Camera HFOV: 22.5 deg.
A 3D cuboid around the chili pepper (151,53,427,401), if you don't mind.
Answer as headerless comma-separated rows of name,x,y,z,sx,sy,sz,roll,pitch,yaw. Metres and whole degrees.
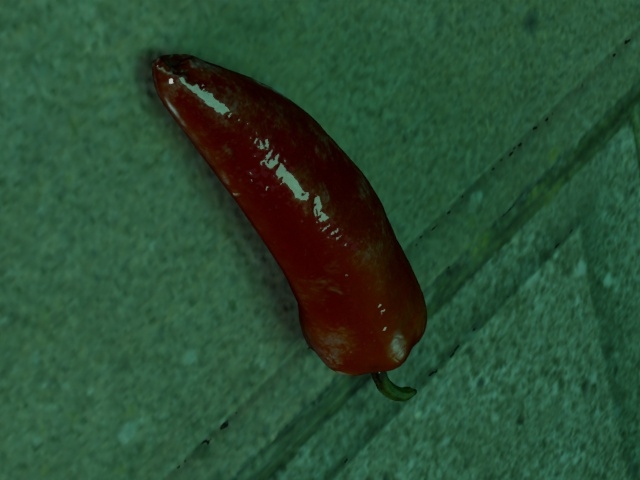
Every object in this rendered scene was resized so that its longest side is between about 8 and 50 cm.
chili pepper,0.000,0.000,0.773,0.071,0.063,0.272,-60,139,-28
